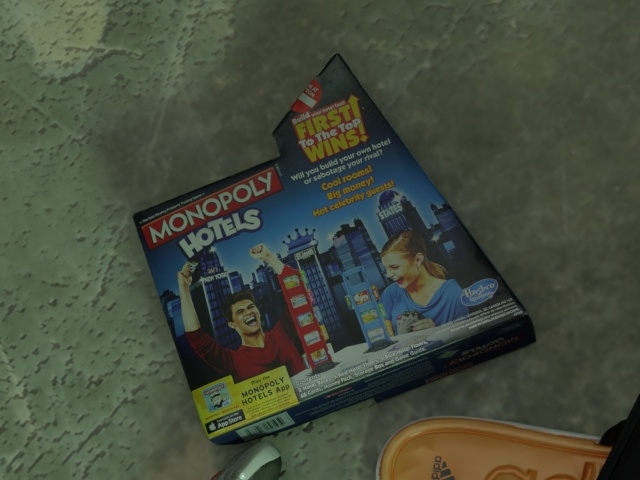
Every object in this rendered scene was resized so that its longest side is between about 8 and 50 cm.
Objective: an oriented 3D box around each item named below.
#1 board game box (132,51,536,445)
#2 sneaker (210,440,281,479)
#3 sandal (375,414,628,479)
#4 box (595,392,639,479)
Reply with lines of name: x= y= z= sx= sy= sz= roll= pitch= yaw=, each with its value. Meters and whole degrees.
board game box: x=0.000 y=0.000 z=1.161 sx=0.194 sy=0.060 sz=0.194 roll=-21 pitch=69 yaw=3
sneaker: x=-0.056 y=0.189 z=1.122 sx=0.065 sy=0.061 sz=0.158 roll=32 pitch=80 yaw=-9
sandal: x=0.155 y=0.144 z=1.076 sx=0.265 sy=0.076 sz=0.102 roll=6 pitch=74 yaw=12
box: x=0.265 y=0.167 z=0.932 sx=0.295 sy=0.073 sz=0.293 roll=26 pitch=87 yaw=33
